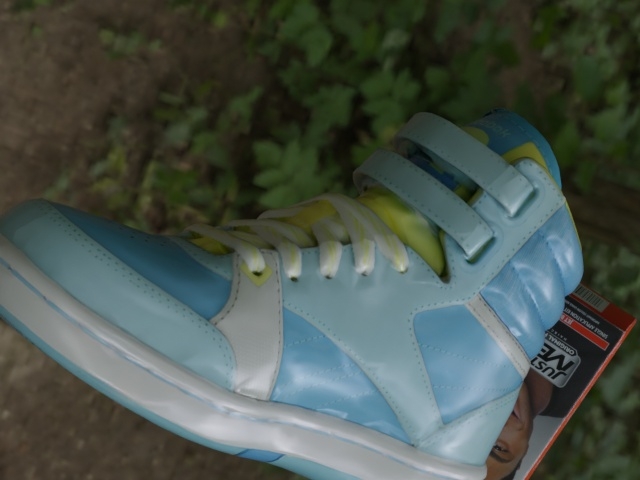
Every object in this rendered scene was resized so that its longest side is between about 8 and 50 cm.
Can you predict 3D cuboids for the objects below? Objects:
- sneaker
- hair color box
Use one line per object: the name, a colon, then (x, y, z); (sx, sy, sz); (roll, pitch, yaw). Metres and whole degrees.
sneaker: (0.000, 0.000, 0.644); (0.319, 0.127, 0.208); (28, 94, -41)
hair color box: (0.114, 0.086, 0.779); (0.141, 0.072, 0.043); (-61, 165, 19)
